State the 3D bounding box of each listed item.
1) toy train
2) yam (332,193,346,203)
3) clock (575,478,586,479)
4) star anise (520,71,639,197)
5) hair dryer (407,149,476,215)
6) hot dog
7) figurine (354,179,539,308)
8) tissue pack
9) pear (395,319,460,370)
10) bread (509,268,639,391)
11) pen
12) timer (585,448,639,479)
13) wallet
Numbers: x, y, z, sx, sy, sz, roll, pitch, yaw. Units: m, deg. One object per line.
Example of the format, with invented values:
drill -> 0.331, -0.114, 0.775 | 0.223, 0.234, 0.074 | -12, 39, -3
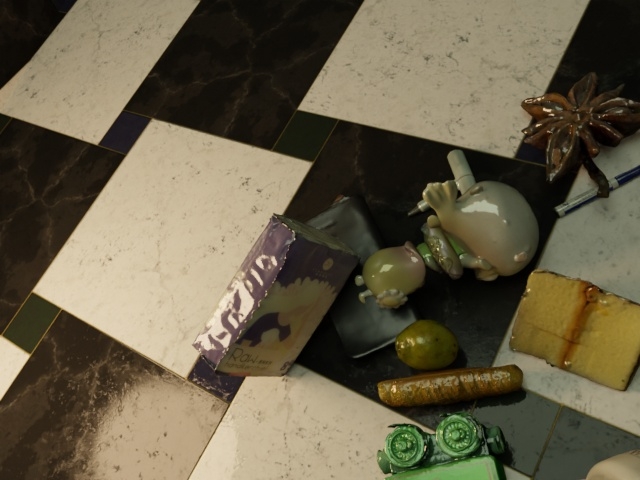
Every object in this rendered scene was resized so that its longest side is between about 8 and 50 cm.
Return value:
toy train -> 0.227, 0.425, 1.170 | 0.243, 0.132, 0.188 | -19, 61, 16
yam -> 0.000, 0.000, 1.564 | 0.046, 0.046, 0.264 | 21, 71, 32
clock -> 0.509, 0.482, 1.029 | 0.193, 0.100, 0.196 | -9, 60, 17
star anise -> 0.580, -0.241, 1.414 | 0.292, 0.109, 0.349 | -44, 43, 4
hair dryer -> 0.276, -0.120, 1.517 | 0.183, 0.044, 0.155 | -22, 53, 15
hot dog -> 0.255, 0.291, 1.268 | 0.288, 0.083, 0.068 | -10, 78, 19
figurine -> 0.241, 0.002, 1.320 | 0.394, 0.275, 0.227 | -28, 34, 7
tissue pack -> -0.091, 0.130, 1.356 | 0.125, 0.242, 0.344 | 38, 101, 35
pear -> 0.219, 0.213, 1.302 | 0.131, 0.107, 0.107 | -2, 59, 0
bread -> 0.475, 0.158, 1.183 | 0.240, 0.178, 0.135 | 21, 71, 30
pen -> 0.599, -0.106, 1.375 | 0.204, 0.025, 0.025 | -28, 55, 6
timer -> 0.450, 0.416, 0.886 | 0.240, 0.234, 0.234 | -15, 54, -12
wallet -> 0.079, 0.078, 1.455 | 0.197, 0.051, 0.378 | -27, 63, 7
